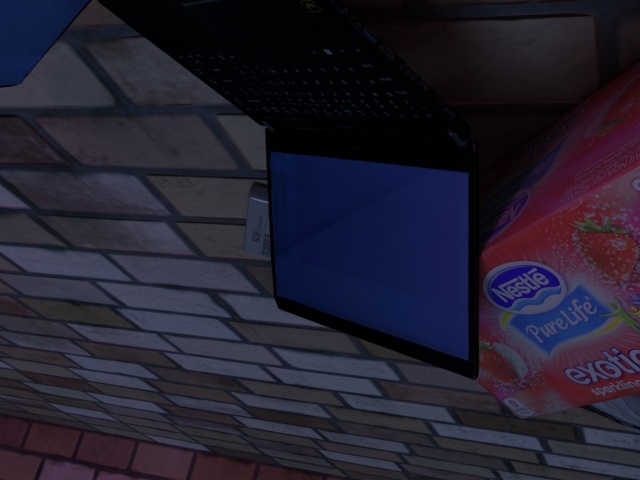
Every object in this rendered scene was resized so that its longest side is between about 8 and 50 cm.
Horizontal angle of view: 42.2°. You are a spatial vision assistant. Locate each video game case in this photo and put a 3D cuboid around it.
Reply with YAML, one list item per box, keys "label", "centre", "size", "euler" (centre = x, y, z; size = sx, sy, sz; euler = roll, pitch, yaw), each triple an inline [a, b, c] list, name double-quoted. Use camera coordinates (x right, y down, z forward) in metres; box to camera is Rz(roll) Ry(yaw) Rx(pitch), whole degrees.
- label: "video game case"
  centre: [0.000, 0.000, 0.854]
  size: [0.157, 0.019, 0.143]
  euler: [15, 156, -1]

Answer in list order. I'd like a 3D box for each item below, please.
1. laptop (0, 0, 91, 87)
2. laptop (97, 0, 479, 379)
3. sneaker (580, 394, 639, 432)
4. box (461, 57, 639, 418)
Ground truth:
- label: "laptop"
  centre: [-0.276, -0.040, 0.435]
  size: [0.236, 0.408, 0.382]
  euler: [26, 153, -29]
- label: "laptop"
  centre: [-0.026, -0.043, 0.561]
  size: [0.264, 0.136, 0.234]
  euler: [34, 166, -37]
- label: "sneaker"
  centre: [0.372, 0.139, 0.745]
  size: [0.366, 0.137, 0.210]
  euler: [21, 173, -3]
- label: "box"
  centre: [0.191, 0.003, 0.559]
  size: [0.154, 0.142, 0.300]
  euler: [40, 152, -6]
